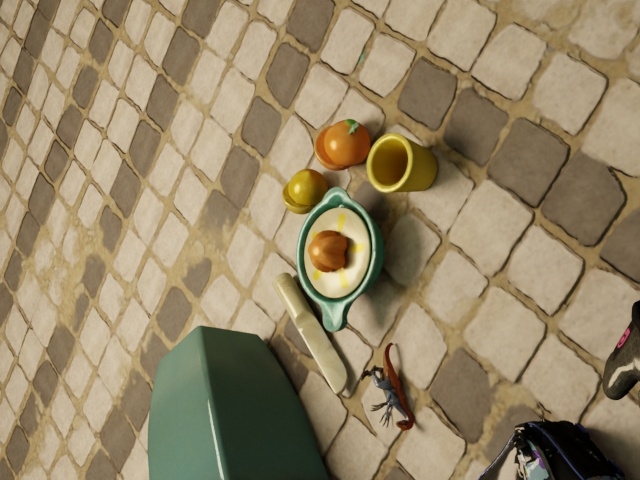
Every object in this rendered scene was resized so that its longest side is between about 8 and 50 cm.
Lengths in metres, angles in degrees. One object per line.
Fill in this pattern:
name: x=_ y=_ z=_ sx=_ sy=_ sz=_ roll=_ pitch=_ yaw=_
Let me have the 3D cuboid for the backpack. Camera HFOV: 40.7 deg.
backpack: x=0.227 y=0.271 z=0.795 sx=0.173 sy=0.116 sz=0.158 roll=49 pitch=118 yaw=38

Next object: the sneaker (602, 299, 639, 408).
sneaker: x=0.320 y=0.054 z=0.686 sx=0.202 sy=0.185 sz=0.483 roll=-5 pitch=80 yaw=40

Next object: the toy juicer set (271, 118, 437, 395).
toy juicer set: x=0.000 y=0.000 z=1.076 sx=0.209 sy=0.089 sz=0.329 roll=34 pitch=109 yaw=42

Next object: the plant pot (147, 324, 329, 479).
plant pot: x=-0.126 y=0.241 z=1.124 sx=0.165 sy=0.165 sz=0.234 roll=-42 pitch=51 yaw=33

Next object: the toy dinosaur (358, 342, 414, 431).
toy dinosaur: x=0.084 y=0.179 z=1.006 sx=0.082 sy=0.047 sz=0.090 roll=36 pitch=100 yaw=22
